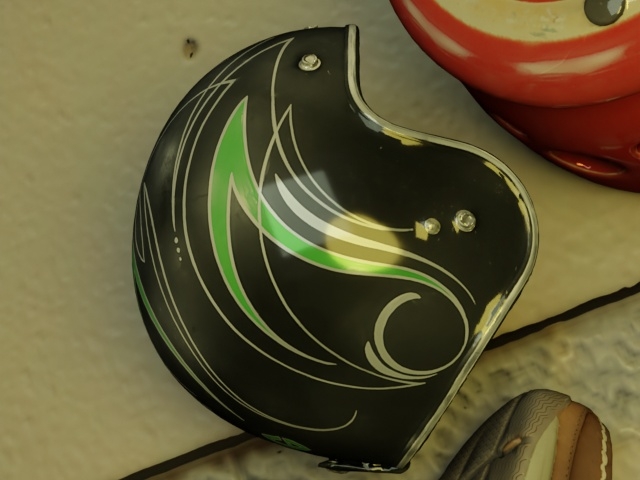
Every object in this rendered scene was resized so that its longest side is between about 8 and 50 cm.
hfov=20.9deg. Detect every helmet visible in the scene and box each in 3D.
[{"bbox_3d":[0.000,0.000,0.728,0.161,0.169,0.169,31,82,4],"label":"helmet"}]

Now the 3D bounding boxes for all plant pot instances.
[{"bbox_3d":[0.123,-0.127,0.711,0.191,0.174,0.191,-6,77,27],"label":"plant pot"}]

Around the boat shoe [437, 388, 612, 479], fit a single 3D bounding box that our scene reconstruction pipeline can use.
[{"bbox_3d":[0.077,0.219,0.677,0.116,0.123,0.324,21,66,-15],"label":"boat shoe"}]
